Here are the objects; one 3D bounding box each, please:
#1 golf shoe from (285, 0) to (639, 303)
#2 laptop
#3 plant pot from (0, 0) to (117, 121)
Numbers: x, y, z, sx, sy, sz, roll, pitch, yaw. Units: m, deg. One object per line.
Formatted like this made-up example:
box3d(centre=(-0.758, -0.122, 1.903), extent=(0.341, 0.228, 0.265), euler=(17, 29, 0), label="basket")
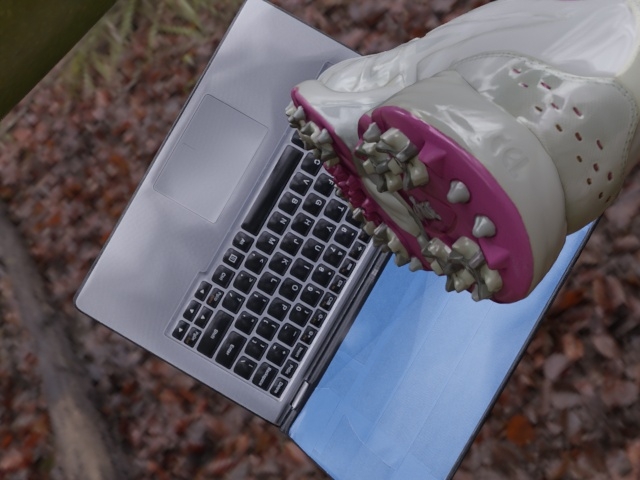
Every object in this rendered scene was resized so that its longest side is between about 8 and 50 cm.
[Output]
box3d(centre=(0.074, -0.056, 0.561), extent=(0.140, 0.115, 0.306), euler=(-37, 17, -5), label="golf shoe")
box3d(centre=(0.000, 0.000, 1.092), extent=(0.382, 0.408, 0.236), euler=(-60, -4, 0), label="laptop")
box3d(centre=(-0.209, -0.091, 0.388), extent=(0.254, 0.276, 0.276), euler=(-42, 30, -12), label="plant pot")
